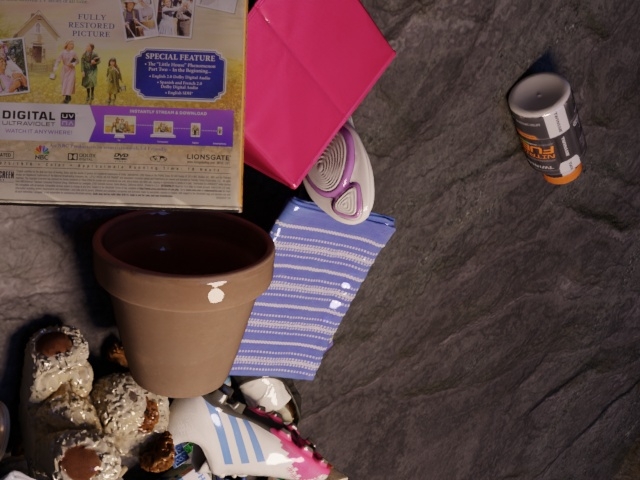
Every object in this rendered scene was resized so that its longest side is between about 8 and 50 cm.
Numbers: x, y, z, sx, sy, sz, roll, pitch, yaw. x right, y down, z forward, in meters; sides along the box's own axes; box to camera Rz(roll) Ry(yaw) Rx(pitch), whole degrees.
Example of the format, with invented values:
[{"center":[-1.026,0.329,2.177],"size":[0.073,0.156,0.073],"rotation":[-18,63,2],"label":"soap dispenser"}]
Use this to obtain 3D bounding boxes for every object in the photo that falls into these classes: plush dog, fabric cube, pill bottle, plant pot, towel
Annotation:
[{"center":[-0.334,0.271,1.514],"size":[0.226,0.262,0.210],"rotation":[-2,147,-35],"label":"plush dog"},{"center":[-0.101,-0.274,1.382],"size":[0.259,0.254,0.258],"rotation":[-54,138,-7],"label":"fabric cube"},{"center":[0.485,-0.226,2.100],"size":[0.130,0.130,0.245],"rotation":[-48,137,-15],"label":"pill bottle"},{"center":[-0.207,0.100,1.476],"size":[0.263,0.263,0.229],"rotation":[-14,121,-40],"label":"plant pot"},{"center":[-0.030,0.088,1.625],"size":[0.243,0.040,0.336],"rotation":[10,114,-44],"label":"towel"}]

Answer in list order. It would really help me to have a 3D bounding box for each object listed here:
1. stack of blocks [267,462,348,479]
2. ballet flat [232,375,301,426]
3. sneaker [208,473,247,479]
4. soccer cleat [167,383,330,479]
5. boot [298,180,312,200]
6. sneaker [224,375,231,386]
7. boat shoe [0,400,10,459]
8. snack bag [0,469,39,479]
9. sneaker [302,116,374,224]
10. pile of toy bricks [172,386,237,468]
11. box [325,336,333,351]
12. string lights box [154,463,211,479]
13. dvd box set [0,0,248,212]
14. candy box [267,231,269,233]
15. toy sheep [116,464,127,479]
[{"center":[-0.064,0.558,1.959],"size":[0.087,0.171,0.297],"rotation":[-4,114,-45],"label":"stack of blocks"},{"center":[-0.087,0.274,1.786],"size":[0.095,0.096,0.280],"rotation":[-18,147,9],"label":"ballet flat"},{"center":[-0.179,0.441,1.839],"size":[0.083,0.087,0.221],"rotation":[-19,125,-37],"label":"sneaker"},{"center":[-0.130,0.345,1.672],"size":[0.331,0.116,0.143],"rotation":[38,92,-32],"label":"soccer cleat"},{"center":[0.000,0.000,1.782],"size":[0.123,0.095,0.258],"rotation":[-7,112,-32],"label":"boot"},{"center":[-0.219,0.227,1.708],"size":[0.162,0.063,0.073],"rotation":[-8,106,-53],"label":"sneaker"},{"center":[-0.505,0.312,1.451],"size":[0.059,0.063,0.170],"rotation":[12,104,-54],"label":"boat shoe"},{"center":[-0.397,0.466,1.457],"size":[0.323,0.037,0.343],"rotation":[-35,125,28],"label":"snack bag"},{"center":[0.025,-0.160,1.567],"size":[0.114,0.305,0.152],"rotation":[-33,155,23],"label":"sneaker"},{"center":[-0.228,0.342,1.740],"size":[0.212,0.118,0.105],"rotation":[-27,169,-46],"label":"pile of toy bricks"},{"center":[-0.023,0.174,1.834],"size":[0.105,0.043,0.179],"rotation":[-41,156,-21],"label":"box"},{"center":[-0.307,0.482,1.687],"size":[0.260,0.133,0.076],"rotation":[-32,93,-30],"label":"string lights box"},{"center":[-0.237,-0.245,1.160],"size":[0.308,0.062,0.420],"rotation":[1,88,-2],"label":"dvd box set"},{"center":[-0.084,0.081,1.690],"size":[0.196,0.070,0.165],"rotation":[-38,141,11],"label":"candy box"},{"center":[-0.361,0.421,1.646],"size":[0.132,0.091,0.091],"rotation":[-55,139,2],"label":"toy sheep"}]
